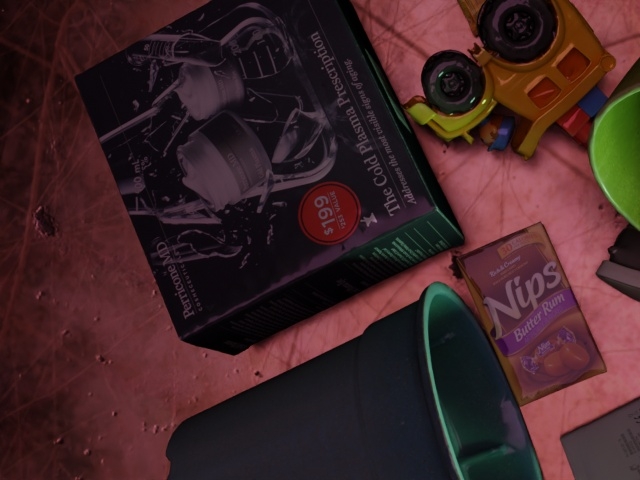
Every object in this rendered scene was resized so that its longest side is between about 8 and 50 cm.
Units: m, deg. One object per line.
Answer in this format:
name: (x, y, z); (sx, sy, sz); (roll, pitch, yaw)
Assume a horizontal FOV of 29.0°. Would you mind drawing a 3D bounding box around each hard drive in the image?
hard drive: (0.413, 0.195, 1.308); (0.308, 0.203, 0.040); (-28, 104, 9)

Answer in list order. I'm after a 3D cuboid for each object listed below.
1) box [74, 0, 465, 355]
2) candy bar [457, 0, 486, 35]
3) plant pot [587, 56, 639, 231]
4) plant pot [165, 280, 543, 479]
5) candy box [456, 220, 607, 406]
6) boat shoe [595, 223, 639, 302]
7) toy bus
box: (-0.057, -0.091, 1.405); (0.313, 0.179, 0.343); (-28, 73, 10)
candy bar: (0.163, -0.323, 1.475); (0.040, 0.018, 0.161); (-29, 82, 6)
plant pot: (0.445, -0.163, 1.221); (0.275, 0.274, 0.293); (24, 62, 12)
plant pot: (0.034, 0.262, 1.336); (0.334, 0.341, 0.341); (-23, 83, 18)
candy box: (0.242, 0.084, 1.424); (0.109, 0.053, 0.186); (-24, 82, 10)
boat shoe: (0.434, 0.047, 1.306); (0.305, 0.109, 0.091); (22, 82, 46)
toy bus: (0.231, -0.166, 1.403); (0.220, 0.149, 0.211); (-43, 97, 10)
